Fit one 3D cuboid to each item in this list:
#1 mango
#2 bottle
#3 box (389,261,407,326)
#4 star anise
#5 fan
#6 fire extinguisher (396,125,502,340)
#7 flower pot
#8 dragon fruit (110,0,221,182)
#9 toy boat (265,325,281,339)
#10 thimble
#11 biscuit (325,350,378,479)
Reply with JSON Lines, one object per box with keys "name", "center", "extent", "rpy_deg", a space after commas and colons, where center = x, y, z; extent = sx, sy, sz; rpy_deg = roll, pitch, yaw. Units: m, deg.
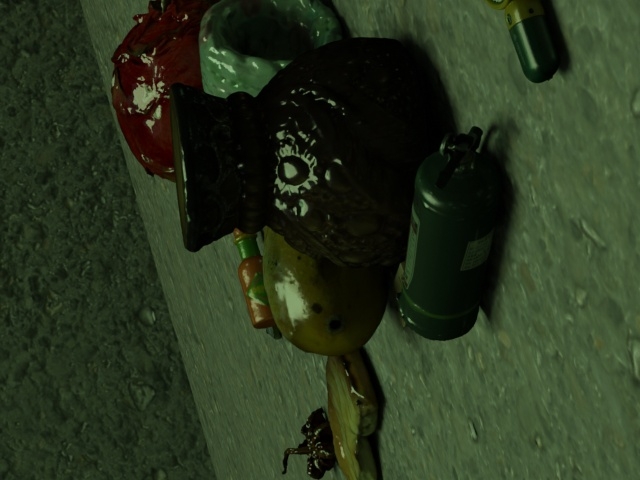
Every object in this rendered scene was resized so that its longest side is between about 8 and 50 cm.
{"name": "mango", "center": [0.004, -0.002, 1.909], "extent": [0.176, 0.175, 0.330], "rpy_deg": [-37, 46, 51]}
{"name": "bottle", "center": [-0.114, 0.061, 2.560], "extent": [0.069, 0.069, 0.187], "rpy_deg": [115, 138, -68]}
{"name": "box", "center": [0.111, 0.067, 1.808], "extent": [0.083, 0.024, 0.053], "rpy_deg": [101, 151, -62]}
{"name": "star anise", "center": [-0.020, 0.361, 2.468], "extent": [0.097, 0.070, 0.191], "rpy_deg": [58, 147, 21]}
{"name": "fan", "center": [0.177, -0.213, 1.274], "extent": [0.082, 0.039, 0.155], "rpy_deg": [140, 113, -73]}
{"name": "fire extinguisher", "center": [0.136, -0.021, 1.500], "extent": [0.093, 0.118, 0.294], "rpy_deg": [21, 141, 15]}
{"name": "flower pot", "center": [-0.032, -0.094, 1.640], "extent": [0.266, 0.267, 0.267], "rpy_deg": [176, 90, -82]}
{"name": "dragon fruit", "center": [-0.185, -0.227, 2.173], "extent": [0.277, 0.277, 0.343], "rpy_deg": [-129, 31, -59]}
{"name": "toy boat", "center": [-0.096, 0.123, 2.653], "extent": [0.063, 0.016, 0.115], "rpy_deg": [-152, 51, -71]}
{"name": "thimble", "center": [-0.055, -0.225, 1.879], "extent": [0.211, 0.185, 0.149], "rpy_deg": [27, 142, 24]}
{"name": "biscuit", "center": [0.050, 0.279, 2.196], "extent": [0.154, 0.045, 0.299], "rpy_deg": [-121, 21, -45]}
